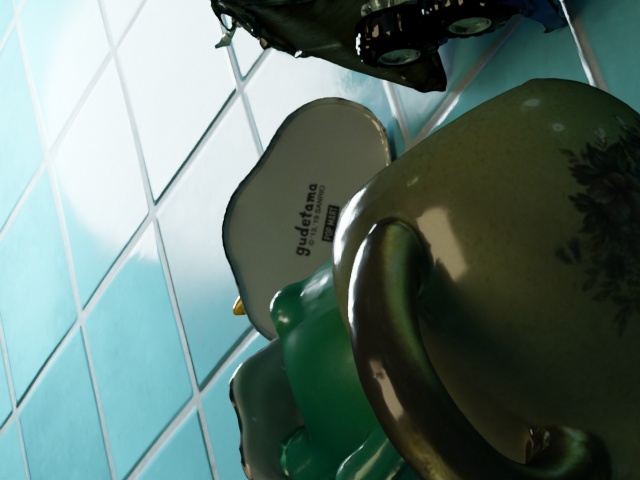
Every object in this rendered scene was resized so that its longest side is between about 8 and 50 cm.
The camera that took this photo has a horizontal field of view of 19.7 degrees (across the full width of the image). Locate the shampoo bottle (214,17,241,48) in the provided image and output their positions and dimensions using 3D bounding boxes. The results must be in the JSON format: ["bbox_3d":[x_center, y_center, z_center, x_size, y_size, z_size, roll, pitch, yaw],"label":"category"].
[{"bbox_3d":[-0.062,-0.279,1.936,0.195,0.056,0.056,-57,42,41],"label":"shampoo bottle"}]

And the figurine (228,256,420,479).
[{"bbox_3d":[0.087,0.078,1.468,0.340,0.231,0.323,-44,19,37],"label":"figurine"}]

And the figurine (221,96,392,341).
[{"bbox_3d":[0.000,0.000,1.792,0.141,0.166,0.250,73,-143,-72],"label":"figurine"}]

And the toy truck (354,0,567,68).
[{"bbox_3d":[0.126,-0.220,1.537,0.208,0.126,0.113,-19,69,44],"label":"toy truck"}]

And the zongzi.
[{"bbox_3d":[-0.009,-0.365,1.727,0.362,0.319,0.383,-51,35,10],"label":"zongzi"}]

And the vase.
[{"bbox_3d":[0.134,0.072,1.148,0.241,0.329,0.302,-36,81,36],"label":"vase"}]
